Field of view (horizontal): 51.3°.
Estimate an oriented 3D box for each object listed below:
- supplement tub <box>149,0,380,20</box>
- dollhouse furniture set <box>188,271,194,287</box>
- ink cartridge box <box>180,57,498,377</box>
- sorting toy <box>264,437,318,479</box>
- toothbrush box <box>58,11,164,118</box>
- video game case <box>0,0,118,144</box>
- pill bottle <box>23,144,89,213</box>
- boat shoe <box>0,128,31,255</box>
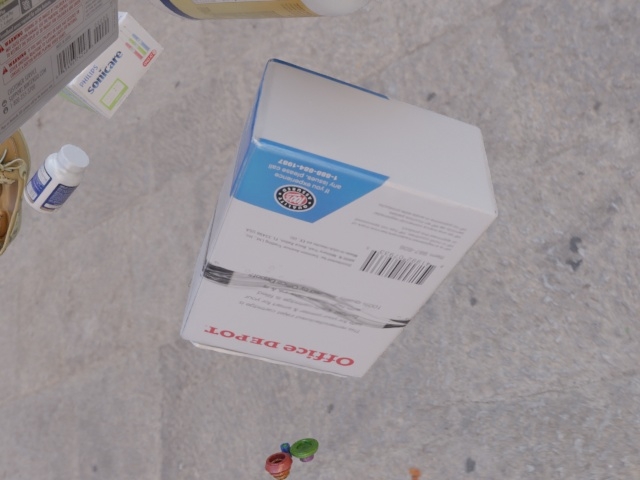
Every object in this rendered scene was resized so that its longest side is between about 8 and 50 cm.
[{"bbox_3d":[-0.050,-0.368,0.746,0.316,0.228,0.228,9,78,29],"label":"supplement tub"},{"bbox_3d":[-0.204,0.115,1.355,0.161,0.101,0.182,-27,28,39],"label":"dollhouse furniture set"},{"bbox_3d":[0.000,0.000,0.885,0.395,0.285,0.166,120,161,-45],"label":"ink cartridge box"},{"bbox_3d":[-0.048,0.381,1.153,0.061,0.102,0.042,18,123,64],"label":"sorting toy"},{"bbox_3d":[-0.525,-0.419,1.547,0.283,0.122,0.206,24,76,47],"label":"toothbrush box"},{"bbox_3d":[-0.267,-0.226,0.550,0.036,0.300,0.329,22,47,4],"label":"video game case"},{"bbox_3d":[-0.443,-0.105,1.126,0.120,0.067,0.067,-41,55,28],"label":"pill bottle"},{"bbox_3d":[-0.627,-0.102,1.307,0.089,0.105,0.285,-115,31,-55],"label":"boat shoe"}]
